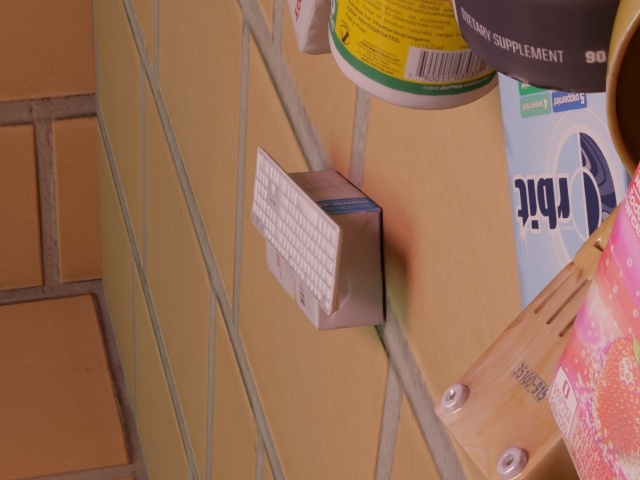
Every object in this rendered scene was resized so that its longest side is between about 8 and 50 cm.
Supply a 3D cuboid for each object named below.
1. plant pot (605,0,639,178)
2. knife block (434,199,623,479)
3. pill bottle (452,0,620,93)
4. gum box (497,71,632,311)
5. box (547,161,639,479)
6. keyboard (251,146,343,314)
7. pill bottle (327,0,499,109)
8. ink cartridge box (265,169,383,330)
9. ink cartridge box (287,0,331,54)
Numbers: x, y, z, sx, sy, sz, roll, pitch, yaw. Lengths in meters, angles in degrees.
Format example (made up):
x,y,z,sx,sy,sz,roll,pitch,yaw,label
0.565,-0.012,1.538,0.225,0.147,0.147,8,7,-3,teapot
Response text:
x,y,z,sx,sy,sz,roll,pitch,yaw,label
0.165,-0.083,0.568,0.095,0.134,0.134,-88,2,-49,plant pot
0.183,0.107,0.692,0.276,0.242,0.088,-49,25,4,knife block
0.100,-0.186,0.616,0.246,0.130,0.130,73,178,-47,pill bottle
0.145,-0.020,0.828,0.157,0.041,0.184,-177,81,-76,gum box
0.195,0.116,0.458,0.142,0.154,0.300,99,160,-48,box
-0.023,-0.014,1.317,0.256,0.014,0.072,-133,41,-66,keyboard
0.071,-0.185,0.893,0.208,0.117,0.118,99,159,-49,pill bottle
0.000,0.000,1.386,0.181,0.061,0.104,-135,41,-67,ink cartridge box
0.015,-0.261,1.145,0.153,0.086,0.208,109,152,-60,ink cartridge box
